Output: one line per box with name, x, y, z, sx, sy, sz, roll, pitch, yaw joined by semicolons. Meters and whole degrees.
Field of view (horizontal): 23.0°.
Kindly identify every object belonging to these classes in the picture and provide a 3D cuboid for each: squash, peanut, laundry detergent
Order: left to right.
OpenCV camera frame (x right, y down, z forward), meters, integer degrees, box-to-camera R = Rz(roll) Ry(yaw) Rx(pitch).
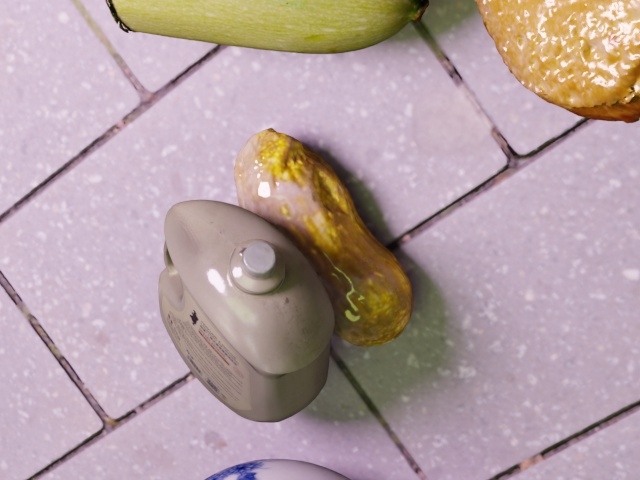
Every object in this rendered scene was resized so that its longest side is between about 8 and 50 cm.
laundry detergent;-0.063;0.051;1.272;0.181;0.091;0.253;50;162;11
squash;-0.035;-0.212;1.215;0.247;0.132;0.132;8;113;18
peanut;0.000;0.000;1.304;0.087;0.087;0.207;-33;96;30

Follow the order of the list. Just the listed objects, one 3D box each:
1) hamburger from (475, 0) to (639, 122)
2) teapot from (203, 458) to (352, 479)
hamburger;0.209;-0.245;1.050;0.290;0.170;0.314;-20;89;43
teapot;-0.044;0.326;1.340;0.424;0.280;0.252;-30;98;28
